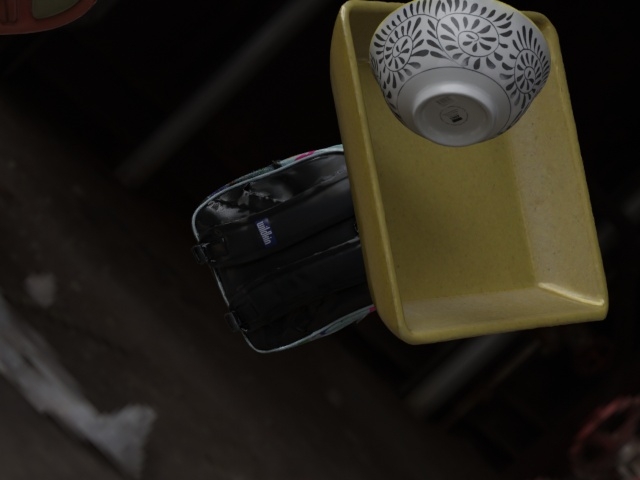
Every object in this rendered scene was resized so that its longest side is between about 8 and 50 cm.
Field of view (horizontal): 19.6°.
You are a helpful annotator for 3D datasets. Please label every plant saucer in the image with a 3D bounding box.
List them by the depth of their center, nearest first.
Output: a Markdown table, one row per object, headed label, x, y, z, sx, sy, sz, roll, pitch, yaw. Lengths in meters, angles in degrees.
| label | x | y | z | sx | sy | sz | roll | pitch | yaw |
| --- | --- | --- | --- | --- | --- | --- | --- | --- | --- |
| plant saucer | 0.136 | -0.065 | 1.858 | 0.333 | 0.081 | 0.333 | -4 | 81 | -46 |

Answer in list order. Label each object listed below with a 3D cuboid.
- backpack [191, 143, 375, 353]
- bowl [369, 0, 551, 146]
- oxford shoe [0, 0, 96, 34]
| label | x | y | z | sx | sy | sz | roll | pitch | yaw |
| --- | --- | --- | --- | --- | --- | --- | --- | --- | --- |
| backpack | 0.000 | 0.000 | 2.264 | 0.225 | 0.253 | 0.191 | 65 | 17 | 0 |
| bowl | 0.126 | -0.139 | 1.698 | 0.170 | 0.170 | 0.080 | 42 | 40 | -35 |
| oxford shoe | -0.327 | -0.228 | 1.384 | 0.146 | 0.397 | 0.140 | -67 | 158 | -54 |
